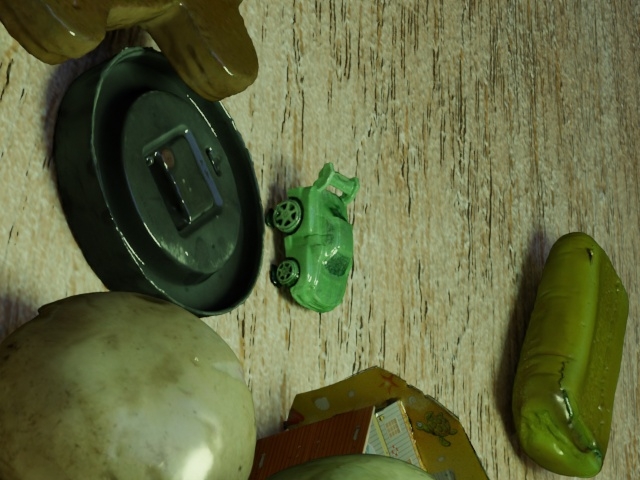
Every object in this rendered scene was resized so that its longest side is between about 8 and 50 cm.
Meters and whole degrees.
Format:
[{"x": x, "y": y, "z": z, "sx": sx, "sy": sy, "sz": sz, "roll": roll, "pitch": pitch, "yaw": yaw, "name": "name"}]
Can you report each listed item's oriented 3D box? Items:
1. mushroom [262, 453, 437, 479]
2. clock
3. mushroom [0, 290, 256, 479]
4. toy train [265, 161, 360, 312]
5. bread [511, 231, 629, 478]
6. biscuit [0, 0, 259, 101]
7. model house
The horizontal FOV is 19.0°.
[{"x": -0.001, "y": 0.351, "z": 1.662, "sx": 0.260, "sy": 0.352, "sz": 0.352, "roll": 33, "pitch": 33, "yaw": 5, "name": "mushroom"}, {"x": -0.156, "y": -0.054, "z": 1.885, "sx": 0.280, "sy": 0.055, "sz": 0.280, "roll": 36, "pitch": 45, "yaw": -46, "name": "clock"}, {"x": -0.172, "y": 0.151, "z": 1.614, "sx": 0.184, "sy": 0.255, "sz": 0.255, "roll": 105, "pitch": -2, "yaw": -48, "name": "mushroom"}, {"x": 0.000, "y": 0.000, "z": 2.095, "sx": 0.099, "sy": 0.081, "sz": 0.149, "roll": 28, "pitch": 51, "yaw": -52, "name": "toy train"}, {"x": 0.326, "y": 0.151, "z": 2.537, "sx": 0.166, "sy": 0.112, "sz": 0.383, "roll": 58, "pitch": 31, "yaw": -28, "name": "bread"}, {"x": -0.228, "y": -0.288, "z": 1.834, "sx": 0.368, "sy": 0.076, "sz": 0.394, "roll": 62, "pitch": 26, "yaw": 10, "name": "biscuit"}, {"x": 0.038, "y": 0.243, "z": 1.898, "sx": 0.136, "sy": 0.219, "sz": 0.207, "roll": -20, "pitch": 92, "yaw": -55, "name": "model house"}]
